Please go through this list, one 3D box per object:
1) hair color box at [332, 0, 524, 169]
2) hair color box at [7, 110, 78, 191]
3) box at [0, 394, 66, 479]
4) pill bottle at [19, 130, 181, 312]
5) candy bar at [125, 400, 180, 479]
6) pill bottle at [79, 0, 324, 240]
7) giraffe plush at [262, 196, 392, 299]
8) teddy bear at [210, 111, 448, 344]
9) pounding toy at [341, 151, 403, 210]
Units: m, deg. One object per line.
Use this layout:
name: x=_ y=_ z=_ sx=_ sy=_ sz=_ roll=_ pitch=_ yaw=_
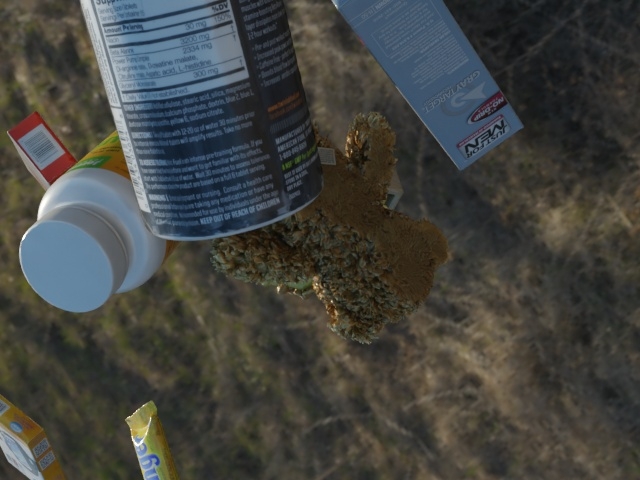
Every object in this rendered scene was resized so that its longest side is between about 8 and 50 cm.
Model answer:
hair color box: x=0.119 y=-0.273 z=1.499 sx=0.374 sy=0.113 sz=0.185 roll=43 pitch=-165 yaw=-48
hair color box: x=-0.370 y=-0.103 z=1.563 sx=0.093 sy=0.053 sz=0.167 roll=50 pitch=166 yaw=7
box: x=-0.334 y=0.238 z=1.290 sx=0.081 sy=0.028 sz=0.136 roll=30 pitch=145 yaw=27
pill bottle: x=-0.207 y=-0.030 z=1.182 sx=0.136 sy=0.246 sz=0.136 roll=8 pitch=120 yaw=15
candy bar: x=-0.127 y=0.211 z=0.934 sx=0.040 sy=0.018 sz=0.161 roll=-40 pitch=58 yaw=32
pill bottle: x=-0.084 y=-0.134 z=0.748 sx=0.130 sy=0.130 sz=0.246 roll=13 pitch=121 yaw=53
giraffe plush: x=0.000 y=0.000 z=1.629 sx=0.181 sy=0.210 sz=0.170 roll=28 pitch=121 yaw=-19
teddy bear: x=-0.022 y=-0.048 z=1.179 sx=0.338 sy=0.245 sz=0.113 roll=29 pitch=154 yaw=-27
pounding toy: x=0.046 y=-0.113 z=1.963 sx=0.094 sy=0.181 sz=0.206 roll=-106 pitch=34 yaw=-46
